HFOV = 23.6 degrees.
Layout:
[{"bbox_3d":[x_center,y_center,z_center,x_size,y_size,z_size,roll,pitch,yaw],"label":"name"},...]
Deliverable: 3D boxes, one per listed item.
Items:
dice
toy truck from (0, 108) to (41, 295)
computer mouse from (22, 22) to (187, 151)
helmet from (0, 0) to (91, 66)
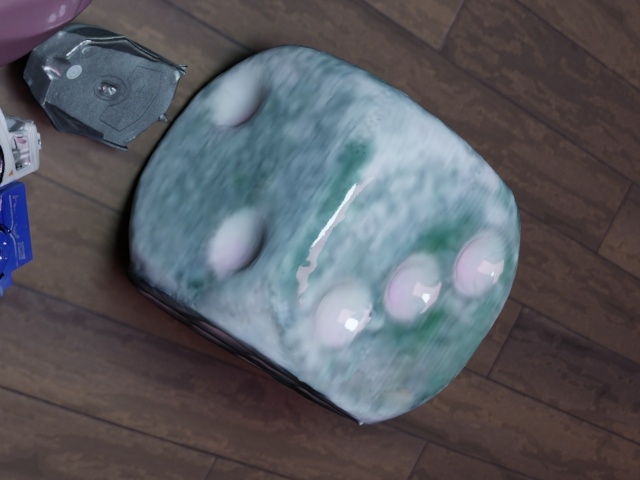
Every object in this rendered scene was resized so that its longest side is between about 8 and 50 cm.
[{"bbox_3d":[0.000,0.000,1.782,0.348,0.330,0.328,-54,132,-4],"label":"dice"},{"bbox_3d":[-0.364,-0.057,1.593,0.177,0.161,0.213,-32,129,-49],"label":"toy truck"},{"bbox_3d":[-0.240,-0.178,1.679,0.126,0.071,0.231,-54,148,13],"label":"computer mouse"},{"bbox_3d":[-0.319,-0.296,1.477,0.338,0.197,0.271,-31,124,-25],"label":"helmet"}]
